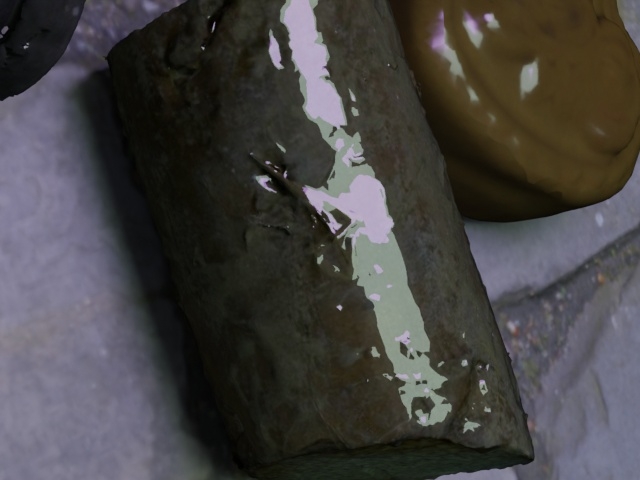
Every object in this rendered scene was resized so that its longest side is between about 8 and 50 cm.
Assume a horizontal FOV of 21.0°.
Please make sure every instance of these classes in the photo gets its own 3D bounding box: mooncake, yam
[{"bbox_3d":[0.112,-0.127,1.094,0.235,0.117,0.235,15,69,-45],"label":"mooncake"},{"bbox_3d":[0.000,0.000,0.909,0.168,0.168,0.304,-18,91,-46],"label":"yam"}]

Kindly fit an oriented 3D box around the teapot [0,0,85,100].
[{"bbox_3d":[-0.207,-0.098,0.698,0.285,0.223,0.305,-14,86,-53],"label":"teapot"}]
